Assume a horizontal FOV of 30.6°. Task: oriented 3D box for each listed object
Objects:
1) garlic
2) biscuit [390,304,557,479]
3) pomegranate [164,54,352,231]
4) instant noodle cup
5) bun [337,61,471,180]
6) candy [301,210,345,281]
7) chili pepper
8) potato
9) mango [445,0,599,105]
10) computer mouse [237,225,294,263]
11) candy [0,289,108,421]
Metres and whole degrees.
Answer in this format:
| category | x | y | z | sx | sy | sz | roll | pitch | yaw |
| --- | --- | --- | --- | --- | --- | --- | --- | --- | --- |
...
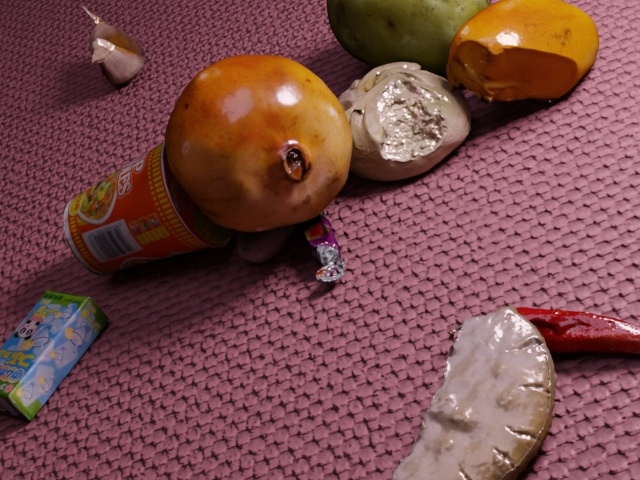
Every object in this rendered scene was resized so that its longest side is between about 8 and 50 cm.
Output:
| category | x | y | z | sx | sy | sz | roll | pitch | yaw |
| --- | --- | --- | --- | --- | --- | --- | --- | --- | --- |
| garlic | -0.407 | -0.379 | 2.268 | 0.090 | 0.128 | 0.198 | -38 | 38 | 13 |
| biscuit | 0.178 | 0.194 | 1.270 | 0.141 | 0.038 | 0.289 | 17 | 64 | 30 |
| pomegranate | -0.080 | -0.130 | 1.623 | 0.264 | 0.264 | 0.264 | -17 | 38 | 14 |
| instant noodle cup | -0.261 | -0.040 | 1.750 | 0.212 | 0.193 | 0.193 | -21 | 36 | 23 |
| bun | 0.107 | -0.187 | 1.734 | 0.237 | 0.116 | 0.210 | 16 | 54 | 44 |
| candy | 0.000 | 0.000 | 1.635 | 0.045 | 0.043 | 0.175 | -23 | 33 | 2 |
| chili pepper | 0.272 | 0.105 | 1.339 | 0.268 | 0.050 | 0.059 | 2 | 30 | 32 |
| potato | 0.137 | -0.361 | 1.849 | 0.216 | 0.215 | 0.304 | -39 | 46 | -16 |
| mango | 0.303 | -0.280 | 1.692 | 0.252 | 0.126 | 0.154 | -18 | 58 | -26 |
| computer mouse | -0.082 | -0.007 | 1.697 | 0.066 | 0.039 | 0.096 | 13 | 51 | 41 |
| candy | -0.402 | 0.162 | 1.674 | 0.097 | 0.062 | 0.194 | 7 | 49 | 36 |
